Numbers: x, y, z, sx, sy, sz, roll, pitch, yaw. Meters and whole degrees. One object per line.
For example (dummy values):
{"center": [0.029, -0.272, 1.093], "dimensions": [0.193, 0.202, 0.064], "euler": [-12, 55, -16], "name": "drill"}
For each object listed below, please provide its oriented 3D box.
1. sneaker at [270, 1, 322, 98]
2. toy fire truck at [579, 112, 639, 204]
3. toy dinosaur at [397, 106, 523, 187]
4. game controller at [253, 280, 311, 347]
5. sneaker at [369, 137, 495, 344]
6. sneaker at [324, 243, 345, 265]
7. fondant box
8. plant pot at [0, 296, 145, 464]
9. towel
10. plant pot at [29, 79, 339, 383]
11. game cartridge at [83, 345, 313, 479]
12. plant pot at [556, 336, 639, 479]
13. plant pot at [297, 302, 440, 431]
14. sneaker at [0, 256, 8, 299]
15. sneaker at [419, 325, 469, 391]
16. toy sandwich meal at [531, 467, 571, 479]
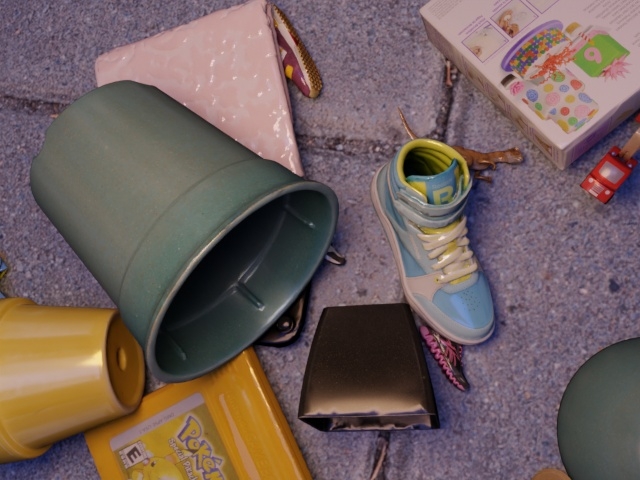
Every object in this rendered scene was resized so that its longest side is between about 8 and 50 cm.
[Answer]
{"center": [-0.067, -0.308, 1.215], "dimensions": [0.084, 0.069, 0.185], "euler": [-31, 75, 18], "name": "sneaker"}
{"center": [0.454, -0.132, 1.053], "dimensions": [0.047, 0.192, 0.135], "euler": [39, 119, 13], "name": "toy fire truck"}
{"center": [0.212, -0.130, 1.145], "dimensions": [0.212, 0.064, 0.112], "euler": [13, 66, 3], "name": "toy dinosaur"}
{"center": [-0.174, 0.077, 1.175], "dimensions": [0.319, 0.067, 0.166], "euler": [7, 83, 11], "name": "game controller"}
{"center": [0.177, -0.003, 1.041], "dimensions": [0.127, 0.208, 0.319], "euler": [-25, 78, -12], "name": "sneaker"}
{"center": [0.000, 0.000, 1.167], "dimensions": [0.109, 0.040, 0.043], "euler": [38, 88, 13], "name": "sneaker"}
{"center": [0.348, -0.307, 1.092], "dimensions": [0.238, 0.096, 0.330], "euler": [-39, 66, 3], "name": "fondant box"}
{"center": [-0.414, 0.204, 1.110], "dimensions": [0.239, 0.254, 0.254], "euler": [-10, 80, 5], "name": "plant pot"}
{"center": [-0.205, -0.208, 1.198], "dimensions": [0.332, 0.053, 0.316], "euler": [-14, 86, 16], "name": "towel"}
{"center": [-0.210, -0.035, 1.019], "dimensions": [0.334, 0.341, 0.341], "euler": [39, 90, 22], "name": "plant pot"}
{"center": [-0.191, 0.357, 1.122], "dimensions": [0.324, 0.053, 0.285], "euler": [-30, 78, 16], "name": "game cartridge"}
{"center": [0.483, 0.274, 0.961], "dimensions": [0.290, 0.195, 0.290], "euler": [-1, 82, 10], "name": "plant pot"}
{"center": [0.075, 0.189, 1.062], "dimensions": [0.188, 0.188, 0.167], "euler": [-4, 70, 10], "name": "plant pot"}
{"center": [-0.605, 0.031, 1.269], "dimensions": [0.082, 0.069, 0.209], "euler": [-12, 68, -25], "name": "sneaker"}
{"center": [0.203, 0.174, 1.107], "dimensions": [0.057, 0.047, 0.119], "euler": [-29, 79, -6], "name": "sneaker"}
{"center": [0.347, 0.378, 1.052], "dimensions": [0.086, 0.029, 0.085], "euler": [-15, 67, 41], "name": "toy sandwich meal"}
